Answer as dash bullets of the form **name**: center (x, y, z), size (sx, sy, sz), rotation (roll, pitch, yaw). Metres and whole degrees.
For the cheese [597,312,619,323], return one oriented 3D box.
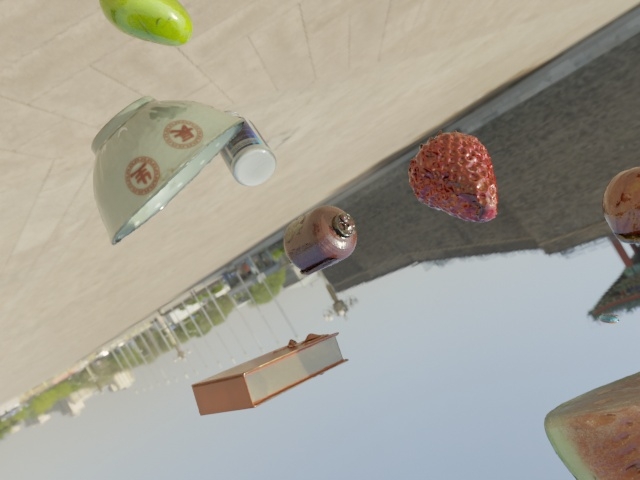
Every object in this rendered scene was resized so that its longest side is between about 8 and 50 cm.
- **cheese**: center (0.694, 0.185, 1.284), size (0.047, 0.017, 0.111), rotation (10, -173, 32)

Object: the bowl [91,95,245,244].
- **bowl**: center (-0.313, -0.163, 0.994), size (0.337, 0.157, 0.337), rotation (-41, -170, 9)

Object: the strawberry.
- **strawberry**: center (0.328, -0.138, 1.265), size (0.206, 0.244, 0.205), rotation (-16, 139, -14)

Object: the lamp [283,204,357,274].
- **lamp**: center (0.000, 0.000, 1.531), size (0.180, 0.180, 0.258), rotation (-31, -177, -43)

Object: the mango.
- **mango**: center (-0.309, -0.412, 0.956), size (0.164, 0.089, 0.117), rotation (12, 160, -15)

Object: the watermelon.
- **watermelon**: center (0.451, 0.234, 0.663), size (0.319, 0.148, 0.226), rotation (-19, 161, -12)

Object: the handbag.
- **handbag**: center (-0.066, 0.185, 0.752), size (0.127, 0.062, 0.190), rotation (-24, 173, 41)

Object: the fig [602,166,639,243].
- **fig**: center (0.792, -0.081, 1.310), size (0.205, 0.205, 0.205), rotation (-30, -179, 1)

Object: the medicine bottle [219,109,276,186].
- **medicine bottle**: center (-0.184, -0.220, 1.240), size (0.107, 0.191, 0.106), rotation (-20, 140, -18)
